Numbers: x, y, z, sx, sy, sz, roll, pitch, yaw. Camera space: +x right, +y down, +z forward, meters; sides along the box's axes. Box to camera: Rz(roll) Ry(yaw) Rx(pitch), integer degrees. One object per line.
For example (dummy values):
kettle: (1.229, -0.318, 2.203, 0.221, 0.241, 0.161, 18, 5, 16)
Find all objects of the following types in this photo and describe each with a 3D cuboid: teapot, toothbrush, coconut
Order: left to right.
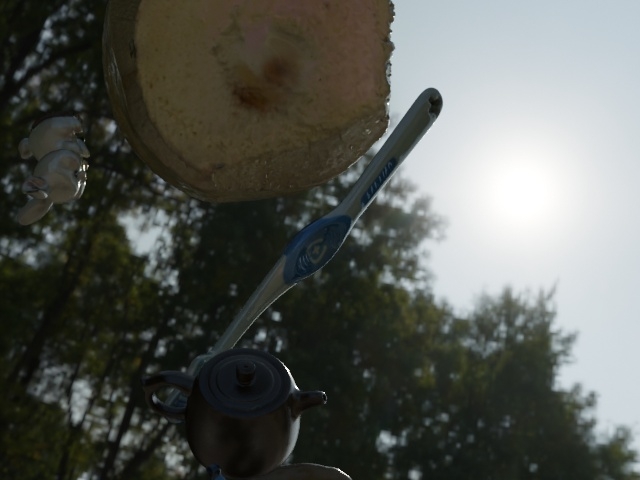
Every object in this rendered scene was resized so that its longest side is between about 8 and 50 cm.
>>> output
teapot: (-0.057, 0.103, 0.696, 0.121, 0.076, 0.068, 9, -49, 3)
coconut: (-0.102, -0.236, 1.426, 0.404, 0.405, 0.405, 9, -34, 6)
toothbrush: (-0.003, 0.000, 0.876, 0.040, 0.386, 0.040, 27, -32, 18)

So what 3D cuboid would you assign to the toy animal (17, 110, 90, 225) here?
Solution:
toy animal: (-0.298, -0.082, 1.212, 0.085, 0.124, 0.071, 1, -36, -20)

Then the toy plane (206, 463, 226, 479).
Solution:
toy plane: (-0.114, 0.203, 0.570, 0.271, 0.105, 0.254, -20, -11, -39)

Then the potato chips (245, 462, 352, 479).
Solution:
potato chips: (-0.045, 0.286, 0.933, 0.208, 0.062, 0.195, 1, -58, -18)
